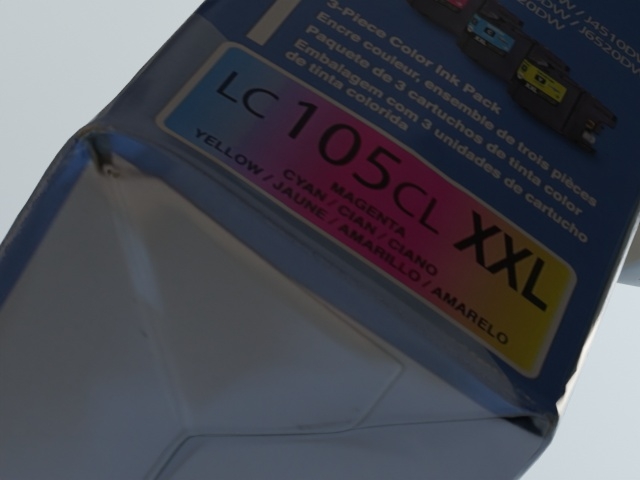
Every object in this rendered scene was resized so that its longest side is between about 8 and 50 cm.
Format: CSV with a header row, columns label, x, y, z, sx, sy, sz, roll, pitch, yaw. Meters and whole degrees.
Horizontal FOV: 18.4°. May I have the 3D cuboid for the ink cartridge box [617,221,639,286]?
label,x,y,z,sx,sy,sz,roll,pitch,yaw
ink cartridge box,0.335,-0.037,1.253,0.289,0.211,0.122,152,-54,-68

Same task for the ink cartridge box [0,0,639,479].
label,x,y,z,sx,sy,sz,roll,pitch,yaw
ink cartridge box,0.000,0.000,0.713,0.270,0.151,0.395,-53,180,35
